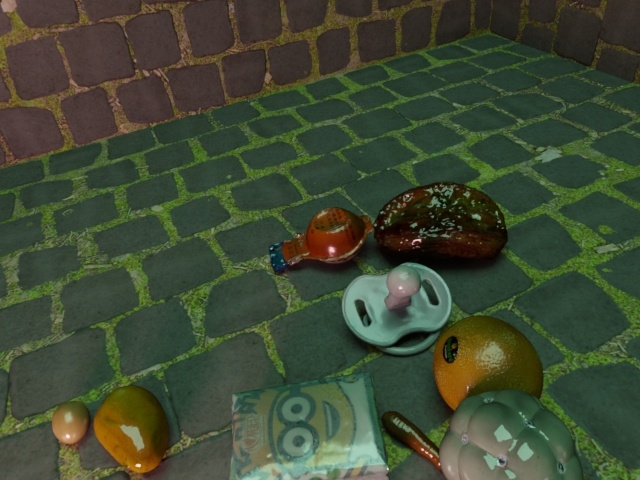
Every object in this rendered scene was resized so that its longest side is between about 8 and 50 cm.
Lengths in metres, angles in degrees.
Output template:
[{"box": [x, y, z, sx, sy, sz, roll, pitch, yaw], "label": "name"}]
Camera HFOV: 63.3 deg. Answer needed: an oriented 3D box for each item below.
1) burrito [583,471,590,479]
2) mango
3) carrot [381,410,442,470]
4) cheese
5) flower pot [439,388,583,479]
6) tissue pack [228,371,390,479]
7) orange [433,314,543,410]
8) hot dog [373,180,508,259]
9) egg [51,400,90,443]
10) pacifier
[{"box": [0.465, 0.495, 0.938, 0.051, 0.042, 0.171, 30, 50, -1], "label": "burrito"}, {"box": [-0.413, 0.413, 1.140, 0.147, 0.109, 0.227, -1, 31, -32], "label": "mango"}, {"box": [0.215, 0.427, 1.072, 0.216, 0.048, 0.048, 32, 53, 33], "label": "carrot"}, {"box": [0.000, 0.000, 1.580, 0.330, 0.129, 0.216, -22, 42, 1], "label": "cheese"}, {"box": [0.336, 0.397, 0.929, 0.246, 0.246, 0.195, -2, 30, 7], "label": "flower pot"}, {"box": [-0.025, 0.409, 1.065, 0.311, 0.127, 0.228, -9, 38, 1], "label": "tissue pack"}, {"box": [0.350, 0.273, 1.102, 0.237, 0.236, 0.236, -5, 38, 4], "label": "orange"}, {"box": [0.351, -0.048, 1.539, 0.388, 0.174, 0.266, 1, 41, 9], "label": "hot dog"}, {"box": [-0.569, 0.416, 1.184, 0.080, 0.080, 0.096, -10, 48, -3], "label": "egg"}, {"box": [0.198, 0.148, 1.286, 0.287, 0.225, 0.238, -13, 57, -6], "label": "pacifier"}]
